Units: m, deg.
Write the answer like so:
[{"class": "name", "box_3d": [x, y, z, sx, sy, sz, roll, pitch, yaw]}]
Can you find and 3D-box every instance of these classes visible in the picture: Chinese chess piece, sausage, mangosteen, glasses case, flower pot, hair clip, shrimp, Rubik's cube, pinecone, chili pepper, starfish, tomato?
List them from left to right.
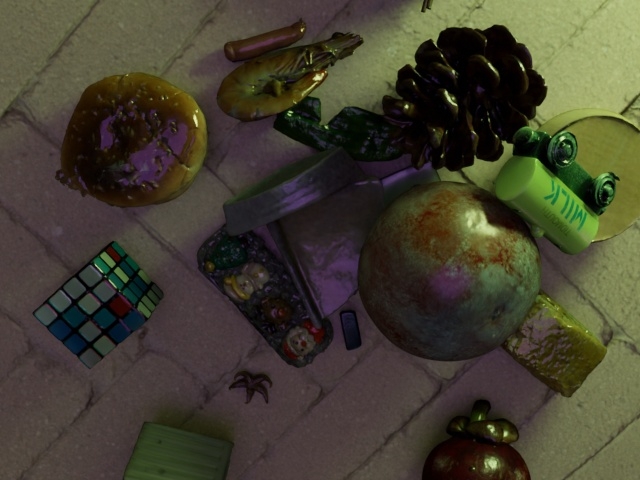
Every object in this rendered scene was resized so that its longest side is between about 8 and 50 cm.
[{"class": "Rubik's cube", "box_3d": [-0.413, 0.118, 1.327, 0.155, 0.154, 0.151, -39, 101, 9]}, {"class": "flower pot", "box_3d": [-0.283, 0.482, 1.386, 0.189, 0.209, 0.239, 13, 105, -2]}, {"class": "starfish", "box_3d": [-0.137, 0.299, 1.434, 0.091, 0.028, 0.078, 43, 106, -12]}, {"class": "sausage", "box_3d": [-0.098, -0.360, 1.274, 0.157, 0.036, 0.042, -18, 114, 4]}, {"class": "hair clip", "box_3d": [-0.102, 0.113, 1.357, 0.138, 0.091, 0.321, -41, 101, 6]}, {"class": "shrimp", "box_3d": [-0.047, -0.290, 1.245, 0.287, 0.152, 0.063, -22, 137, 0]}, {"class": "chili pepper", "box_3d": [0.039, -0.200, 1.290, 0.253, 0.083, 0.099, 14, 102, 2]}, {"class": "glasses case", "box_3d": [0.060, 0.177, 1.406, 0.033, 0.023, 0.083, -12, 105, -2]}, {"class": "tomato", "box_3d": [0.218, 0.054, 1.222, 0.316, 0.282, 0.317, -12, 123, -19]}, {"class": "pinecone", "box_3d": [0.235, -0.236, 1.186, 0.244, 0.309, 0.244, 27, 135, 31]}, {"class": "mangosteen", "box_3d": [0.313, 0.444, 1.391, 0.215, 0.215, 0.258, 19, 68, -4]}, {"class": "Chinese chess piece", "box_3d": [0.486, -0.117, 1.295, 0.249, 0.103, 0.250, 0, 103, -1]}]

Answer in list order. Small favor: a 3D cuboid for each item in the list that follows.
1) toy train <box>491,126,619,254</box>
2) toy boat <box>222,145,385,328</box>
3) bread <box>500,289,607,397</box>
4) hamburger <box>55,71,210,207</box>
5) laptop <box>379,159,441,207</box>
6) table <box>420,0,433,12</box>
[{"class": "toy train", "box_3d": [0.383, -0.075, 1.156, 0.253, 0.105, 0.157, 31, 83, -36]}, {"class": "toy boat", "box_3d": [-0.002, -0.031, 1.298, 0.276, 0.111, 0.293, -41, 108, 11]}, {"class": "bread", "box_3d": [0.442, 0.194, 1.369, 0.196, 0.102, 0.138, 41, 98, -7]}, {"class": "hamburger", "box_3d": [-0.338, -0.178, 1.270, 0.286, 0.146, 0.243, -21, 95, 7]}, {"class": "laptop", "box_3d": [0.179, -0.003, 1.367, 0.187, 0.015, 0.269, -24, 102, 6]}, {"class": "table", "box_3d": [0.120, -0.482, 1.200, 0.240, 0.121, 0.111, 23, 102, -4]}]
